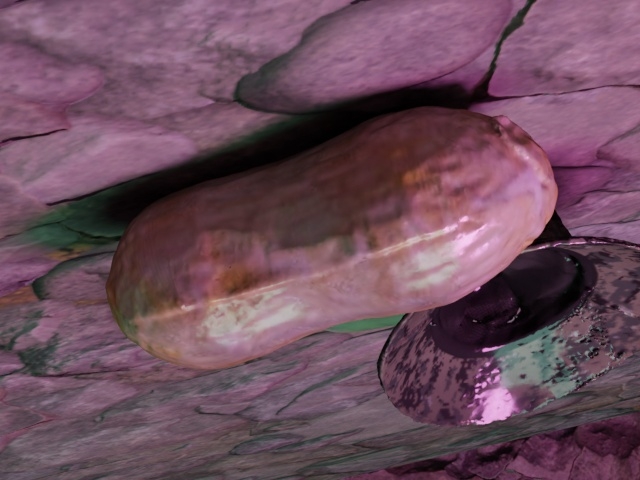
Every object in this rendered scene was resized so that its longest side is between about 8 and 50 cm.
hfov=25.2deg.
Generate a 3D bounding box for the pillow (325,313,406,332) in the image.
[{"bbox_3d":[0.032,0.045,1.240,0.128,0.051,0.229,-13,164,25],"label":"pillow"}]

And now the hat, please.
[{"bbox_3d":[0.147,0.032,1.162,0.265,0.128,0.265,-14,149,-9],"label":"hat"}]

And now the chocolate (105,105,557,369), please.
[{"bbox_3d":[0.000,0.000,0.931,0.309,0.134,0.134,-17,163,14],"label":"chocolate"}]
